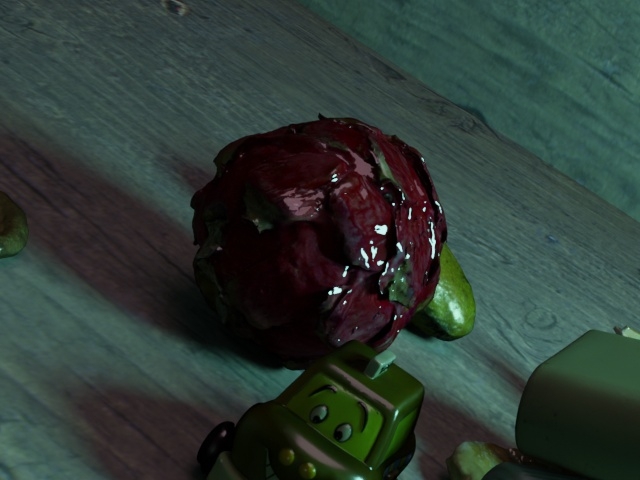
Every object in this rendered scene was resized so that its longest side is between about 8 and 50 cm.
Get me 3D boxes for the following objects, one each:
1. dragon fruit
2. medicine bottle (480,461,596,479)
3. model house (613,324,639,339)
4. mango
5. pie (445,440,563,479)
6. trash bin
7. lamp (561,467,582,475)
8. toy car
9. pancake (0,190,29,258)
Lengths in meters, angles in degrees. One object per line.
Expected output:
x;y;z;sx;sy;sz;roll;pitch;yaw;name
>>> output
0.000;0.002;1.951;0.329;0.329;0.329;26;19;-9;dragon fruit
0.347;0.351;1.686;0.395;0.242;0.242;8;24;-14;medicine bottle
0.494;0.295;2.151;0.244;0.169;0.326;27;19;-29;model house
0.091;0.010;2.286;0.330;0.175;0.176;30;51;-3;mango
0.256;0.313;1.899;0.218;0.052;0.185;15;26;-43;pie
0.355;0.183;1.632;0.247;0.121;0.243;16;20;29;trash bin
0.381;0.230;1.923;0.223;0.196;0.223;13;62;-27;lamp
0.013;0.196;1.621;0.204;0.198;0.248;34;20;13;toy car
-0.471;-0.058;1.843;0.288;0.033;0.286;30;19;3;pancake
